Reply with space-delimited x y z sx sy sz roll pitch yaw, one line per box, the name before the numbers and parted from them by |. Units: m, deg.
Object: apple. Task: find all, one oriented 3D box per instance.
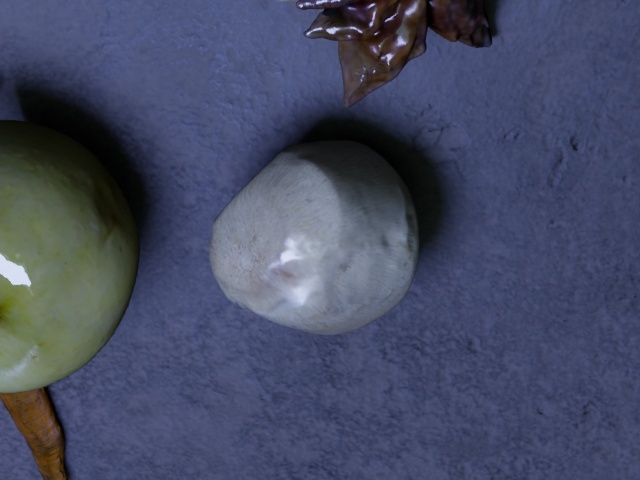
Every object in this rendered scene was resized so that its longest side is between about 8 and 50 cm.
apple | -0.334 0.012 1.810 0.292 0.254 0.292 6 127 8

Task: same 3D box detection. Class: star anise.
star anise | 0.088 -0.270 1.585 0.109 0.292 0.349 36 128 30

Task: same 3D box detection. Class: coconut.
coconut | 0.000 0.000 1.795 0.224 0.224 0.224 4 122 7

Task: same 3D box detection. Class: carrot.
carrot | -0.346 0.208 2.052 0.059 0.059 0.248 -9 123 14
